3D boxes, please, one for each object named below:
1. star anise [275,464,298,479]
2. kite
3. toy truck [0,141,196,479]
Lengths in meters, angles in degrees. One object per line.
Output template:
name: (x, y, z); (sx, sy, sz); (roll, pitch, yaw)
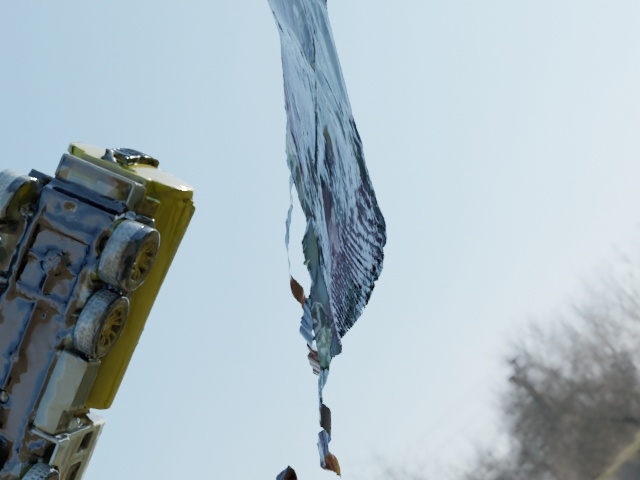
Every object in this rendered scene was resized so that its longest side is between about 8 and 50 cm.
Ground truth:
star anise: (-0.018, 0.221, 0.843); (0.158, 0.140, 0.144); (-8, -9, -3)
kite: (-0.004, 0.001, 0.603); (0.022, 0.204, 0.360); (-11, -33, -6)
toy truck: (-0.150, 0.054, 0.719); (0.226, 0.098, 0.114); (-68, -12, 3)
